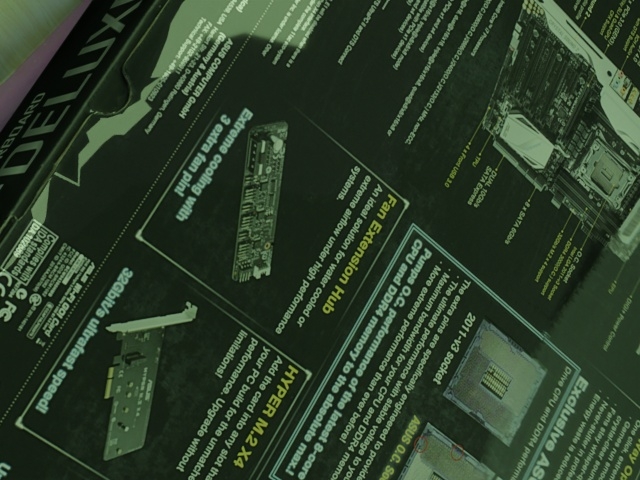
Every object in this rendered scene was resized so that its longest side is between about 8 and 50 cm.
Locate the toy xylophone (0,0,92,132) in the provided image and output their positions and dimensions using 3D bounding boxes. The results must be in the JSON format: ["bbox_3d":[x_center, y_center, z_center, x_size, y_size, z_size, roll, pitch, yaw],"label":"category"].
[{"bbox_3d":[-0.217,-0.145,0.388,0.236,0.081,0.323,-39,99,-10],"label":"toy xylophone"}]

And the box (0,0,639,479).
[{"bbox_3d":[0.008,0.025,0.409,0.242,0.076,0.307,38,71,-26],"label":"box"}]
